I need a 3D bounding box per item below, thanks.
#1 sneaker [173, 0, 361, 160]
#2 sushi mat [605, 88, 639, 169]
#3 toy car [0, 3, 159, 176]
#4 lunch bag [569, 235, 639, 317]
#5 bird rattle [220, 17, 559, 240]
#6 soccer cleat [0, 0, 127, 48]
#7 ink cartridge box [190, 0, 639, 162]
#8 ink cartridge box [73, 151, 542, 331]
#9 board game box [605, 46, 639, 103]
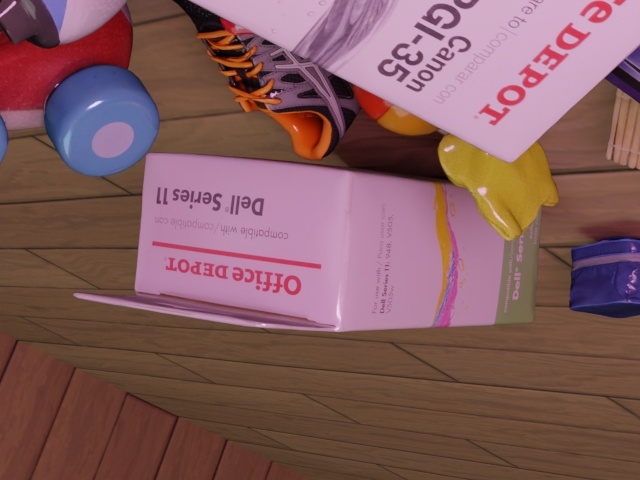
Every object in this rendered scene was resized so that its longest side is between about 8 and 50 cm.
[{"bbox_3d":[-0.039,-0.134,1.054,0.084,0.083,0.215,4,157,47],"label":"sneaker"},{"bbox_3d":[0.252,-0.102,0.866,0.151,0.019,0.316,21,159,15],"label":"sushi mat"},{"bbox_3d":[-0.211,-0.191,0.958,0.210,0.219,0.238,-8,135,-30],"label":"toy car"},{"bbox_3d":[0.258,0.029,1.270,0.067,0.065,0.098,10,169,-28],"label":"lunch bag"},{"bbox_3d":[0.053,-0.107,0.974,0.253,0.143,0.207,24,180,-4],"label":"bird rattle"},{"bbox_3d":[-0.198,-0.262,0.803,0.116,0.143,0.331,27,153,55],"label":"soccer cleat"},{"bbox_3d":[0.032,-0.182,0.641,0.283,0.117,0.207,25,140,-17],"label":"ink cartridge box"},{"bbox_3d":[0.000,0.000,1.160,0.207,0.119,0.353,7,-177,37],"label":"ink cartridge box"},{"bbox_3d":[0.207,-0.122,0.773,0.141,0.048,0.170,34,159,-16],"label":"board game box"}]
